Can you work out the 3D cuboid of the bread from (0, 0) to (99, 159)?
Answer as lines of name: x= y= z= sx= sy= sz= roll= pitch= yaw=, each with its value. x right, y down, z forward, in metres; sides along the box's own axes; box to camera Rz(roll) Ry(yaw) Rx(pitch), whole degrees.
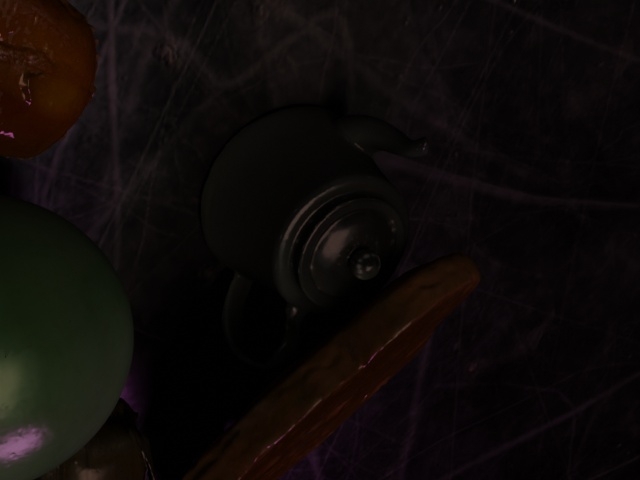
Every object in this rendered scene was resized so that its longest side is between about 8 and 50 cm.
bread: x=-0.246 y=-0.139 z=1.225 sx=0.190 sy=0.114 sz=0.132 roll=25 pitch=100 yaw=-46

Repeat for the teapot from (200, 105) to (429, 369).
teapot: x=0.000 y=0.000 z=1.446 sx=0.162 sy=0.149 sz=0.239 roll=31 pitch=98 yaw=-43

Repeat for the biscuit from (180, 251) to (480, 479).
biscuit: x=-0.009 y=0.138 z=1.502 sx=0.376 sy=0.051 sz=0.269 roll=-46 pitch=167 yaw=23

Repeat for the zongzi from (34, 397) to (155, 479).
zongzi: x=-0.196 y=0.297 z=1.376 sx=0.123 sy=0.289 sz=0.260 roll=9 pitch=132 yaw=-33

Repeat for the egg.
egg: x=-0.268 y=0.076 z=1.263 sx=0.269 sy=0.220 sz=0.220 roll=-7 pitch=121 yaw=-23
